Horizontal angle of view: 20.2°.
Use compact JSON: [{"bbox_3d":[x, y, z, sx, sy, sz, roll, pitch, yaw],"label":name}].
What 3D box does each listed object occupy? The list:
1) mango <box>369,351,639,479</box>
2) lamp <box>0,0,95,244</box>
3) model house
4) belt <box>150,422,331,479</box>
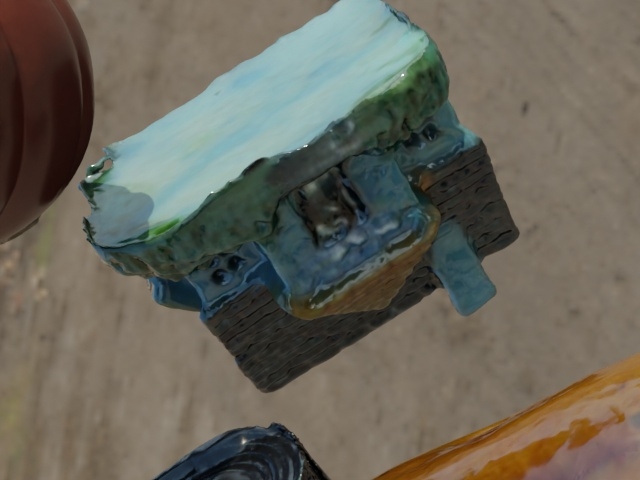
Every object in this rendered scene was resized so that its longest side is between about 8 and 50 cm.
[{"bbox_3d":[0.093,0.130,0.616,0.287,0.201,0.152,-30,90,34],"label":"mango"},{"bbox_3d":[-0.294,-0.091,1.125,0.303,0.303,0.257,-140,45,-72],"label":"lamp"},{"bbox_3d":[0.000,0.000,1.260,0.241,0.261,0.226,58,179,-25],"label":"model house"},{"bbox_3d":[-0.068,0.186,0.901,0.198,0.078,0.151,-39,23,0],"label":"belt"}]
